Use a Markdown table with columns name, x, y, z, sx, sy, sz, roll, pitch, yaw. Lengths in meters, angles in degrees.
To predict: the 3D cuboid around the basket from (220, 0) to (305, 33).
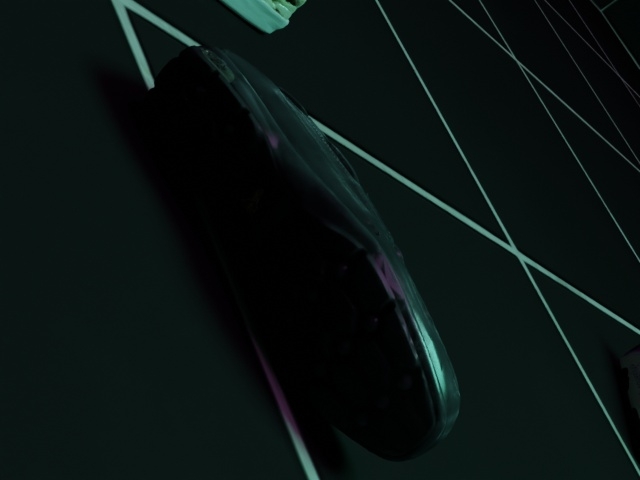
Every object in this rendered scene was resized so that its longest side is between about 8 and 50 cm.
| name | x | y | z | sx | sy | sz | roll | pitch | yaw |
| --- | --- | --- | --- | --- | --- | --- | --- | --- | --- |
| basket | -0.057 | -0.230 | 0.875 | 0.167 | 0.103 | 0.113 | 35 | 27 | -46 |

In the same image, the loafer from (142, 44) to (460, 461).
| name | x | y | z | sx | sy | sz | roll | pitch | yaw |
| --- | --- | --- | --- | --- | --- | --- | --- | --- | --- |
| loafer | 0.000 | 0.000 | 0.641 | 0.078 | 0.076 | 0.223 | 3 | 49 | -57 |

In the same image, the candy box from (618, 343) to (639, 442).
| name | x | y | z | sx | sy | sz | roll | pitch | yaw |
| --- | --- | --- | --- | --- | --- | --- | --- | --- | --- |
| candy box | 0.344 | 0.196 | 1.124 | 0.233 | 0.071 | 0.159 | 48 | 18 | -14 |
